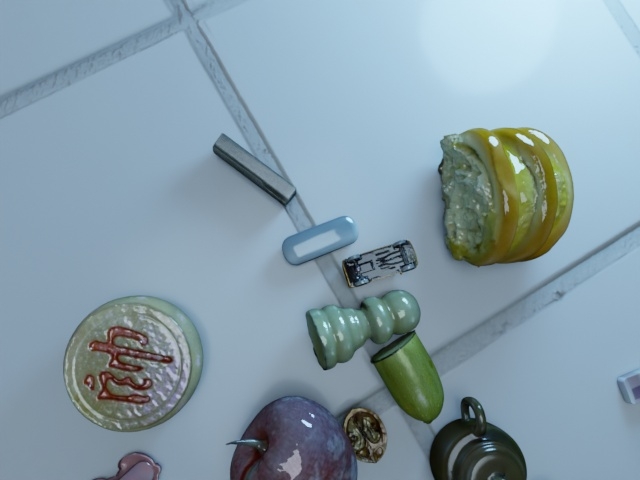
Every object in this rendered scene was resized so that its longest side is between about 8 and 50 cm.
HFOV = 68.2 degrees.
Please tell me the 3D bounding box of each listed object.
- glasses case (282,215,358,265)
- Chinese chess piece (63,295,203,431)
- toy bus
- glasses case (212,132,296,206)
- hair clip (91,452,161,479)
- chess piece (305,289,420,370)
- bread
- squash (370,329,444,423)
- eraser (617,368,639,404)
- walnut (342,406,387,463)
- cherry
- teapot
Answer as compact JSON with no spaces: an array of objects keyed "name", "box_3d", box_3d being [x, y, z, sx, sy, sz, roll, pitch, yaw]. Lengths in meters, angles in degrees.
[{"name":"glasses case","box_3d":[0.000,0.000,1.066,0.178,0.045,0.068,-21,85,-8]},{"name":"Chinese chess piece","box_3d":[-0.378,0.248,0.970,0.269,0.112,0.271,0,83,-4]},{"name":"toy bus","box_3d":[0.132,0.055,1.057,0.162,0.074,0.070,-17,77,-5]},{"name":"glasses case","box_3d":[-0.147,-0.156,1.063,0.204,0.071,0.047,37,85,0]},{"name":"hair clip","box_3d":[-0.404,0.513,0.974,0.123,0.102,0.138,46,49,0]},{"name":"chess piece","box_3d":[0.100,0.180,1.019,0.242,0.133,0.133,-15,84,-13]},{"name":"bread","box_3d":[0.412,-0.101,1.035,0.269,0.211,0.316,-1,85,-6]},{"name":"squash","box_3d":[0.197,0.301,1.009,0.122,0.123,0.187,-28,85,-8]},{"name":"eraser","box_3d":[0.750,0.334,1.097,0.105,0.026,0.065,-19,82,-7]},{"name":"walnut","box_3d":[0.092,0.413,1.017,0.091,0.052,0.121,-22,87,-9]},{"name":"cherry","box_3d":[-0.059,0.427,0.924,0.285,0.213,0.236,29,111,-22]},{"name":"teapot","box_3d":[0.334,0.461,0.972,0.185,0.175,0.268,-7,83,-8]}]
